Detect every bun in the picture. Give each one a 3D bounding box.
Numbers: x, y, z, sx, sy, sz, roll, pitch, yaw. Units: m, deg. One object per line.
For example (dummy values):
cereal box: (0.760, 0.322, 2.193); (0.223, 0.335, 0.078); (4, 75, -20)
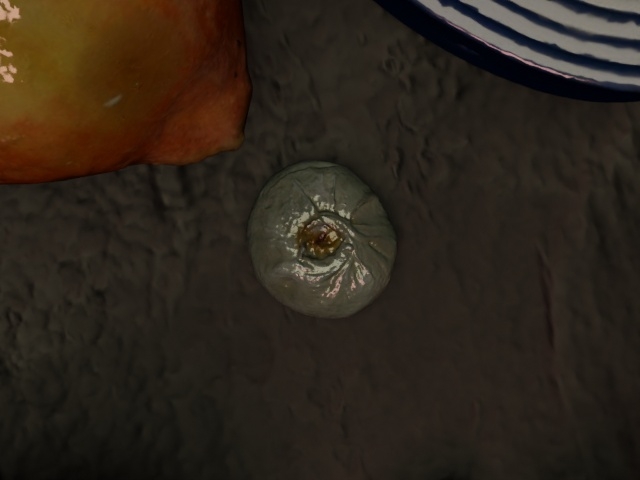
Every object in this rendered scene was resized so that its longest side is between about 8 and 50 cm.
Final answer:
bun: (0.000, 0.000, 0.932); (0.083, 0.045, 0.083); (0, 90, -3)

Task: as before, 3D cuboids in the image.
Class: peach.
peach: (-0.135, -0.129, 0.843); (0.257, 0.232, 0.232); (35, 93, -13)

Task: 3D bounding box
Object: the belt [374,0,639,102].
belt: (0.086, -0.206, 0.885); (0.347, 0.117, 0.212); (41, 92, -3)
